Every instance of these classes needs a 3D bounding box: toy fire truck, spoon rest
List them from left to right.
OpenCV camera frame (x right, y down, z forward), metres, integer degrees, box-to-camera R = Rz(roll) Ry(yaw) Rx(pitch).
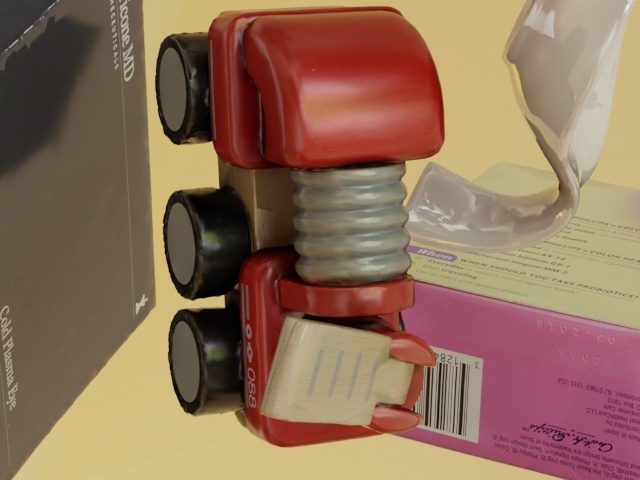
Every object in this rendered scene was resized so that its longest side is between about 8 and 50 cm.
[{"bbox_3d":[0.000,0.000,0.928,0.246,0.158,0.217,-165,-108,-65],"label":"toy fire truck"},{"bbox_3d":[0.124,-0.074,1.029,0.137,0.084,0.276,-64,-178,-33],"label":"spoon rest"}]

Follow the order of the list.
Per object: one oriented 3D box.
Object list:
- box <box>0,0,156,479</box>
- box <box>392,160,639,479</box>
[{"bbox_3d":[-0.259,-0.007,1.234,0.312,0.179,0.343,-52,155,-41],"label":"box"},{"bbox_3d":[0.166,0.052,1.322,0.213,0.243,0.117,12,-66,25],"label":"box"}]
